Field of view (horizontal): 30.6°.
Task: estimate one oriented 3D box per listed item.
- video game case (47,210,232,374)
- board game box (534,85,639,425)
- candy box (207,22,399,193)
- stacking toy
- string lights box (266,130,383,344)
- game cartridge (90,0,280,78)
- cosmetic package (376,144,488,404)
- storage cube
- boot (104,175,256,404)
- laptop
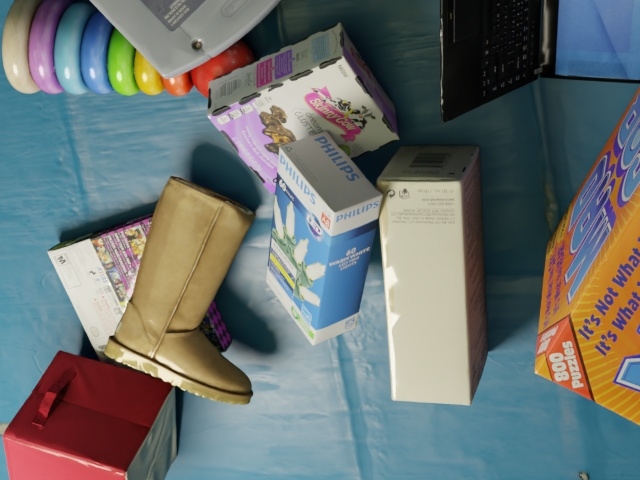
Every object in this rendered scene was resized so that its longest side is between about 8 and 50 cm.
[{"bbox_3d":[-0.270,0.085,1.745,0.210,0.042,0.232,-18,105,22],"label":"video game case"},{"bbox_3d":[0.487,0.009,1.302,0.356,0.356,0.356,27,116,1],"label":"board game box"},{"bbox_3d":[-0.021,-0.167,1.508,0.196,0.070,0.165,-22,135,19],"label":"candy box"},{"bbox_3d":[-0.247,-0.251,1.567,0.330,0.141,0.141,7,113,7],"label":"stacking toy"},{"bbox_3d":[0.000,0.000,1.529,0.133,0.076,0.260,51,150,33],"label":"string lights box"},{"bbox_3d":[-0.138,-0.354,1.473,0.294,0.060,0.196,-43,89,3],"label":"game cartridge"},{"bbox_3d":[0.152,0.042,1.537,0.113,0.160,0.309,2,110,16],"label":"cosmetic package"},{"bbox_3d":[-0.338,0.311,1.755,0.193,0.184,0.215,14,133,11],"label":"storage cube"},{"bbox_3d":[-0.157,0.077,1.654,0.236,0.089,0.269,23,94,-15],"label":"boot"},{"bbox_3d":[0.277,-0.263,1.361,0.136,0.264,0.234,32,138,42],"label":"laptop"}]
